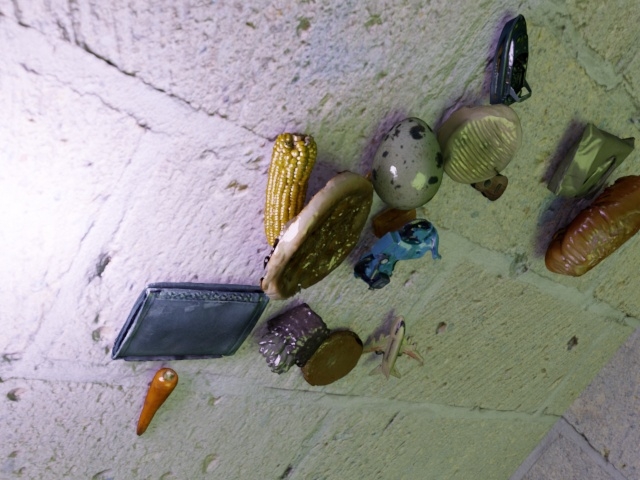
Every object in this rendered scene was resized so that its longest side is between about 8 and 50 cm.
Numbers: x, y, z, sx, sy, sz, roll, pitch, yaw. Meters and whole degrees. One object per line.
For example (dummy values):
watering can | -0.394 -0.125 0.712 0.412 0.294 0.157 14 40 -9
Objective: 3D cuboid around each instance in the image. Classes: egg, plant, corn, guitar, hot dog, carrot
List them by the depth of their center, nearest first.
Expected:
corn | -0.078 -0.105 1.435 0.102 0.102 0.312 -9 129 -32
egg | 0.214 -0.186 1.535 0.177 0.177 0.228 -4 112 -35
carrot | -0.427 0.415 1.623 0.061 0.061 0.256 4 129 -39
plant | -0.079 0.268 1.710 0.194 0.132 0.129 -38 134 -13
guitar | 0.439 -0.185 1.806 0.271 0.038 0.083 18 105 -38
hot dog | 0.948 -0.028 2.174 0.365 0.196 0.367 -36 158 -22

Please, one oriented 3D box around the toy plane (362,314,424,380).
toy plane | 0.231 0.341 2.018 0.229 0.092 0.244 7 111 -8

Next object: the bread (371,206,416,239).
bread | 0.201 -0.058 1.717 0.132 0.053 0.074 -30 136 -10

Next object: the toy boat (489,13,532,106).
toy boat | 0.486 -0.447 1.588 0.093 0.103 0.246 -30 133 -32

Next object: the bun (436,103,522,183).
bun | 0.407 -0.264 1.642 0.210 0.116 0.237 27 120 -25

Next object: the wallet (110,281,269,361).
wallet | -0.311 0.196 1.520 0.342 0.075 0.237 6 125 -42

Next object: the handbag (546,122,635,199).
handbag | 0.876 -0.244 2.037 0.316 0.109 0.253 0 127 -44

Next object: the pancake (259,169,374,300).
pancake | -0.001 -0.001 1.508 0.382 0.071 0.382 -42 159 -20

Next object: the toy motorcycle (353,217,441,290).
toy motorcycle | 0.216 0.032 1.705 0.182 0.123 0.272 16 135 -42

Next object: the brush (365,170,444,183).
brush | 0.224 -0.160 1.682 0.272 0.013 0.103 2 121 -37

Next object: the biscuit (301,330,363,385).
biscuit | 0.036 0.361 1.933 0.226 0.042 0.225 -21 135 -23
